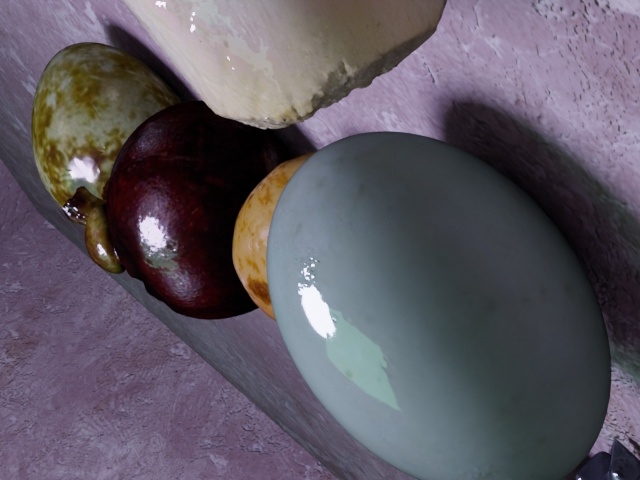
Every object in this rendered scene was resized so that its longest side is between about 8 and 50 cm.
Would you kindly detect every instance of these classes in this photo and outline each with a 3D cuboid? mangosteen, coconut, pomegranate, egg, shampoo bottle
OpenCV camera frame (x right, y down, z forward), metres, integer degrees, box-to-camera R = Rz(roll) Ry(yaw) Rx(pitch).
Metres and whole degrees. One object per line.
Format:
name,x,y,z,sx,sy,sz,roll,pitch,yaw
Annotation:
mangosteen,-0.157,-0.030,1.556,0.297,0.293,0.297,56,172,12
coconut,-0.043,-0.228,0.894,0.244,0.239,0.239,55,163,-21
pomegranate,0.000,0.000,1.368,0.215,0.215,0.215,43,164,16
egg,-0.308,-0.152,1.760,0.289,0.238,0.238,59,164,1
egg,0.112,0.072,1.124,0.389,0.276,0.276,52,164,-9
shampoo bottle,0.361,0.333,1.486,0.098,0.071,0.309,41,163,24
